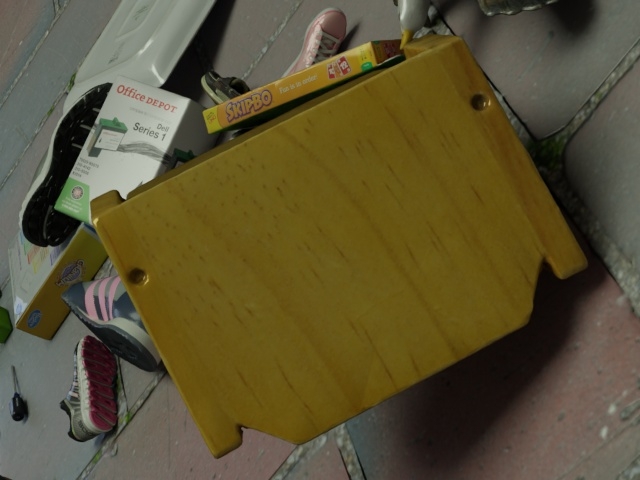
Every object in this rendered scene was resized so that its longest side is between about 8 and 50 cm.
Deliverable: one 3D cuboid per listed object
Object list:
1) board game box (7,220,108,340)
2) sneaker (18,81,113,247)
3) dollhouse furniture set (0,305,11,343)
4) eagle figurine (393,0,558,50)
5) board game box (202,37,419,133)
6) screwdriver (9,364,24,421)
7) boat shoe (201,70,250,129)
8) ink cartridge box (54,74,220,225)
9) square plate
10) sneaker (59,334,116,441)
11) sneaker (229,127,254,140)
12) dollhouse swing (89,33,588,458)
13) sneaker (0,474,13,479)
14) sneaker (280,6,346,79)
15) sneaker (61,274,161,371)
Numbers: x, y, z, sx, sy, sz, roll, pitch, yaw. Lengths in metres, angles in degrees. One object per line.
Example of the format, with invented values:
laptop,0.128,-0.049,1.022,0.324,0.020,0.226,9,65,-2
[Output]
board game box,-0.394,-0.032,2.034,0.316,0.064,0.242,-53,31,18
sneaker,-0.382,-0.125,1.927,0.271,0.100,0.108,-58,25,10
dollhouse furniture set,-0.693,0.210,2.227,0.301,0.151,0.197,-57,30,11
eagle figurine,0.121,-0.304,1.297,0.298,0.226,0.225,159,95,-71
board game box,0.003,-0.176,1.416,0.259,0.124,0.039,-15,92,33
screwdriver,-0.484,0.238,2.017,0.025,0.024,0.170,-28,28,1
boat shoe,-0.120,-0.201,1.752,0.049,0.056,0.152,-51,41,12
ink cartridge box,-0.257,-0.110,1.800,0.160,0.092,0.219,21,85,35
square plate,-0.275,-0.358,2.054,0.347,0.049,0.344,-11,46,53
sneaker,-0.324,0.206,1.735,0.075,0.063,0.170,-40,41,25
sneaker,-0.047,0.025,1.385,0.410,0.158,0.182,-98,27,-52
dollhouse swing,0.000,0.000,1.181,0.347,0.315,0.305,-27,-7,-6
sneaker,-0.426,0.414,1.686,0.131,0.112,0.296,-62,29,4
sneaker,-0.001,-0.222,1.579,0.134,0.051,0.070,-57,32,18
sneaker,-0.247,0.087,1.698,0.131,0.112,0.319,-48,26,-15
